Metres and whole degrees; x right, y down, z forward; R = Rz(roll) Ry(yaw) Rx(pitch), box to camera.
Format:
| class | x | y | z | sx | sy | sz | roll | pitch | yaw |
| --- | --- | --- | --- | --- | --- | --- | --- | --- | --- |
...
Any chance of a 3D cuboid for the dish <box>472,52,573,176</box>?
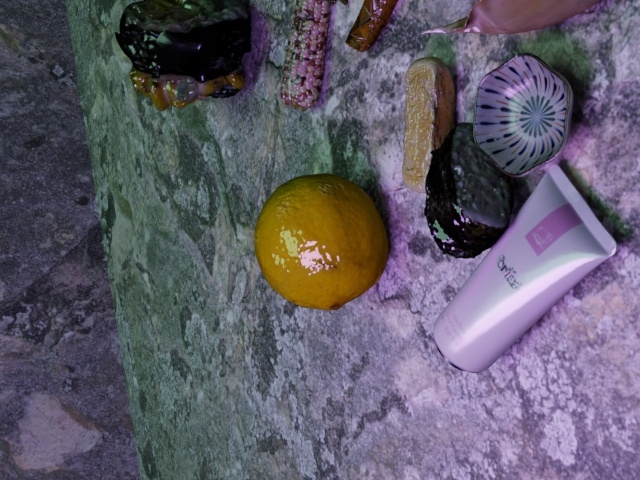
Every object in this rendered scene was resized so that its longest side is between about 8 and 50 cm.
| class | x | y | z | sx | sy | sz | roll | pitch | yaw |
| --- | --- | --- | --- | --- | --- | --- | --- | --- | --- |
| dish | 0.327 | -0.194 | 1.306 | 0.191 | 0.066 | 0.190 | 7 | 100 | 50 |

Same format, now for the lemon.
| class | x | y | z | sx | sy | sz | roll | pitch | yaw |
| --- | --- | --- | --- | --- | --- | --- | --- | --- | --- |
| lemon | 0.000 | 0.001 | 1.681 | 0.293 | 0.293 | 0.292 | 10 | 102 | 58 |

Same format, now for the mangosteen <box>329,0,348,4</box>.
| class | x | y | z | sx | sy | sz | roll | pitch | yaw |
| --- | --- | --- | --- | --- | --- | --- | --- | --- | --- |
| mangosteen | 0.027 | -0.537 | 1.756 | 0.081 | 0.081 | 0.080 | 10 | 102 | 58 |

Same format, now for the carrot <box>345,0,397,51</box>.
| class | x | y | z | sx | sy | sz | roll | pitch | yaw |
| --- | --- | --- | --- | --- | --- | --- | --- | --- | --- |
| carrot | 0.116 | -0.464 | 1.639 | 0.228 | 0.069 | 0.069 | -59 | 46 | 45 |

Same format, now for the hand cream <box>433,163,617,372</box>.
| class | x | y | z | sx | sy | sz | roll | pitch | yaw |
| --- | --- | --- | --- | --- | --- | --- | --- | --- | --- |
| hand cream | 0.311 | 0.067 | 1.337 | 0.358 | 0.118 | 0.185 | -58 | 38 | 35 |

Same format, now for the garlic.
| class | x | y | z | sx | sy | sz | roll | pitch | yaw |
| --- | --- | --- | --- | --- | --- | --- | --- | --- | --- |
| garlic | 0.305 | -0.395 | 1.212 | 0.338 | 0.196 | 0.151 | 143 | 122 | -64 |

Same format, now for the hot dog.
| class | x | y | z | sx | sy | sz | roll | pitch | yaw |
| --- | --- | --- | --- | --- | --- | --- | --- | --- | --- |
| hot dog | 0.200 | -0.207 | 1.514 | 0.084 | 0.073 | 0.242 | 12 | 104 | 55 |

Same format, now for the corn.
| class | x | y | z | sx | sy | sz | roll | pitch | yaw |
| --- | --- | --- | --- | --- | --- | --- | --- | --- | --- |
| corn | -0.032 | -0.426 | 1.862 | 0.092 | 0.092 | 0.280 | 29 | 115 | 54 |

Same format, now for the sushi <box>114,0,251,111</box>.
| class | x | y | z | sx | sy | sz | roll | pitch | yaw |
| --- | --- | --- | --- | --- | --- | --- | --- | --- | --- |
| sushi | -0.331 | -0.472 | 2.155 | 0.329 | 0.328 | 0.285 | 31 | 134 | 38 |

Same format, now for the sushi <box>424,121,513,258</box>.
| class | x | y | z | sx | sy | sz | roll | pitch | yaw |
| --- | --- | --- | --- | --- | --- | --- | --- | --- | --- |
| sushi | 0.238 | -0.080 | 1.380 | 0.127 | 0.124 | 0.225 | 126 | 155 | -52 |
